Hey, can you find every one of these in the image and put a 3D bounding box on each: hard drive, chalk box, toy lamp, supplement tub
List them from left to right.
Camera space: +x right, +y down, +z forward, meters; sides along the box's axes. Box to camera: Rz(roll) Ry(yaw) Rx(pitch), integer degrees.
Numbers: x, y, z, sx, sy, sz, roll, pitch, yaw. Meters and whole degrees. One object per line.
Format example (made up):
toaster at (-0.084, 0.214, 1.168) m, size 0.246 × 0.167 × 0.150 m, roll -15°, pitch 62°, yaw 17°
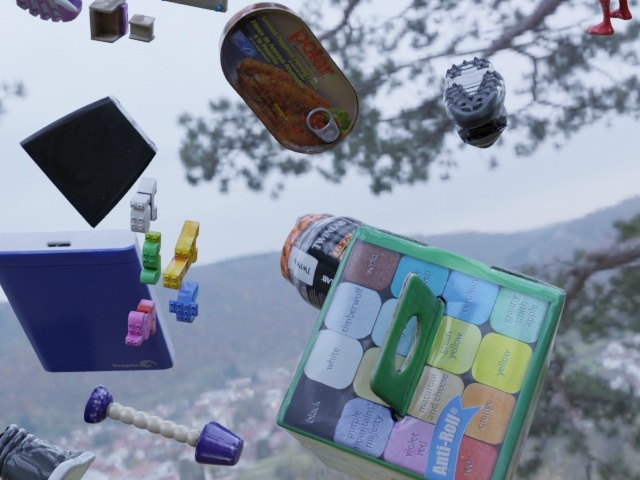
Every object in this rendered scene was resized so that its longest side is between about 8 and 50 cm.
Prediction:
hard drive at (-0.348, 0.098, 1.557) m, size 0.210 × 0.040 × 0.318 m, roll -2°, pitch -37°, yaw 3°
toy lamp at (-0.265, 0.320, 1.793) m, size 0.275 × 0.080 × 0.080 m, roll 18°, pitch 6°, yaw 12°
supplement tub at (0.086, 0.072, 1.993) m, size 0.316 × 0.193 × 0.194 m, roll 25°, pitch 22°, yaw 35°
chalk box at (0.088, 0.113, 0.857) m, size 0.179 × 0.180 × 0.289 m, roll 19°, pitch -15°, yaw 14°

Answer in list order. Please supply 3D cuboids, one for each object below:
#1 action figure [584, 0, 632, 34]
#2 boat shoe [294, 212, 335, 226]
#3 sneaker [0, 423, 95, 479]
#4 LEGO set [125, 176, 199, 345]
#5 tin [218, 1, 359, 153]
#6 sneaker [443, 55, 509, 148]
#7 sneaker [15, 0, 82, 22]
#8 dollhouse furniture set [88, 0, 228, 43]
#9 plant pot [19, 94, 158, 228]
action figure at (0.390, -0.461, 1.595) m, size 0.139 × 0.280 × 0.091 m, roll 20°, pitch 48°, yaw 40°
boat shoe at (0.000, 0.000, 2.418) m, size 0.097 × 0.116 × 0.324 m, roll 17°, pitch -5°, yaw 23°
sneaker at (-0.479, 0.375, 1.785) m, size 0.147 × 0.104 × 0.296 m, roll 31°, pitch -11°, yaw 3°
LEGO set at (-0.198, 0.046, 1.314) m, size 0.087 × 0.227 × 0.093 m, roll 8°, pitch 28°, yaw 6°
tin at (-0.034, -0.179, 1.154) m, size 0.106 × 0.189 × 0.040 m, roll -33°, pitch 33°, yaw 12°
sneaker at (0.204, -0.162, 1.331) m, size 0.078 × 0.106 × 0.234 m, roll -16°, pitch 17°, yaw 11°
sneaker at (-0.448, -0.412, 1.540) m, size 0.236 × 0.104 × 0.095 m, roll 30°, pitch -20°, yaw -3°
dollhouse furniture set at (-0.257, -0.513, 1.951) m, size 0.304 × 0.286 × 0.198 m, roll 12°, pitch 35°, yaw 12°
plant pot at (-0.389, -0.155, 1.831) m, size 0.167 × 0.188 × 0.187 m, roll -40°, pitch 11°, yaw 0°
